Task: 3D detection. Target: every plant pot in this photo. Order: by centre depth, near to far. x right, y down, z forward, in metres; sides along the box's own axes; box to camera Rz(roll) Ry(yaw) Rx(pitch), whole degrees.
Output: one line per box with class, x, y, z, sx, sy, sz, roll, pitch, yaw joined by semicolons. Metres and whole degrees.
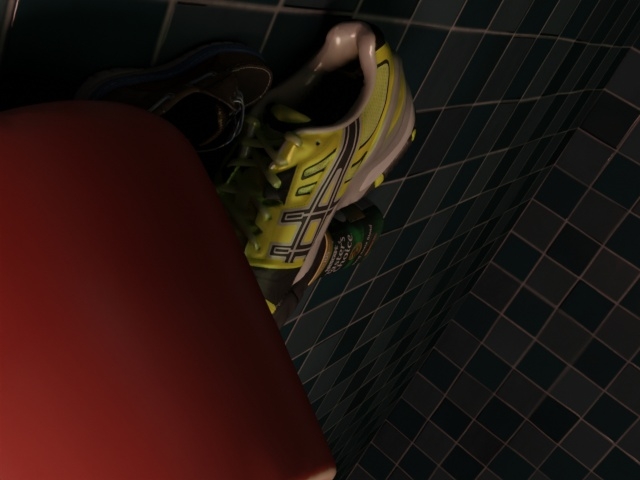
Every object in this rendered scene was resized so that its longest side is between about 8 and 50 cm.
plant pot;-0.134;0.094;0.439;0.275;0.243;0.275;-32;160;-13

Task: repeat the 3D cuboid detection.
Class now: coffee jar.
coffee jar;0.000;0.000;0.886;0.184;0.079;0.096;-20;143;-54

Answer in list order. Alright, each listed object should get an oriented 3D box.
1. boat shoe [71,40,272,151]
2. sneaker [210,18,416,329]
boat shoe;-0.094;-0.099;0.537;0.183;0.066;0.066;-31;152;-43
sneaker;-0.056;-0.045;0.646;0.384;0.145;0.147;-56;153;-18
